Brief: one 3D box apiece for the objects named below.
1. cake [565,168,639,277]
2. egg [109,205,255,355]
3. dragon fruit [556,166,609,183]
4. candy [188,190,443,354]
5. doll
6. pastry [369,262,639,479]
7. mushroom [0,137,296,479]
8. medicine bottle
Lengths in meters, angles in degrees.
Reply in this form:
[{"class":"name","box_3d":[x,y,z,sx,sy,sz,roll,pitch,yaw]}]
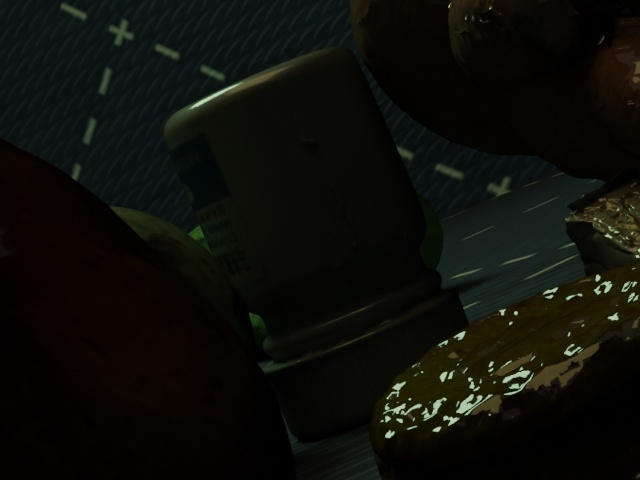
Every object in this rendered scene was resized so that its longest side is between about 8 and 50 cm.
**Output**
[{"class":"cake","box_3d":[0.149,0.018,0.665,0.052,0.065,0.121,-23,24,-19]},{"class":"egg","box_3d":[-0.098,0.060,0.805,0.141,0.141,0.182,-23,-16,-8]},{"class":"dragon fruit","box_3d":[0.261,-0.085,0.972,0.268,0.130,0.295,-28,2,-9]},{"class":"candy","box_3d":[-0.024,0.018,1.456,0.142,0.132,0.343,-40,8,-22]},{"class":"doll","box_3d":[0.141,-0.096,0.789,0.303,0.201,0.156,27,86,52]},{"class":"pastry","box_3d":[0.063,0.043,0.431,0.097,0.057,0.109,-26,2,-39]},{"class":"mushroom","box_3d":[-0.135,0.062,0.536,0.267,0.267,0.254,-24,-32,-39]},{"class":"medicine bottle","box_3d":[0.000,0.000,0.856,0.105,0.168,0.105,-24,1,1]}]
